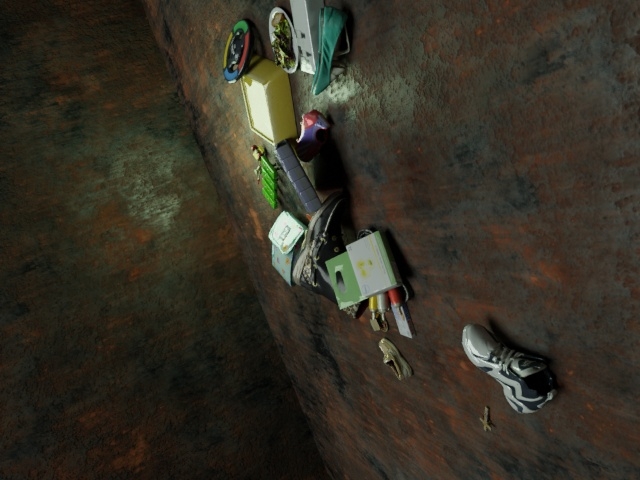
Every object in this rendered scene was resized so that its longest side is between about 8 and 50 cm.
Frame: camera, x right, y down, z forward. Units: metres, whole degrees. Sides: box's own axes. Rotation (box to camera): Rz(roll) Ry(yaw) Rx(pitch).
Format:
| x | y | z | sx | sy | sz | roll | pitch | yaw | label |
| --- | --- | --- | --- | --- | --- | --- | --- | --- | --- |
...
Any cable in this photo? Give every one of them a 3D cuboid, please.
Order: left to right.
| x | y | z | sx | sy | sz | roll | pitch | yaw | label |
| --- | --- | --- | --- | --- | --- | --- | --- | --- | --- |
| 0.188 | 0.095 | 1.507 | 0.140 | 0.072 | 0.287 | -17 | 86 | 34 | cable |

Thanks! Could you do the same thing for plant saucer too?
| x | y | z | sx | sy | sz | roll | pitch | yaw | label |
| --- | --- | --- | --- | --- | --- | --- | --- | --- | --- |
| -0.205 | -0.504 | 1.852 | 0.333 | 0.081 | 0.332 | 41 | 147 | 48 | plant saucer |

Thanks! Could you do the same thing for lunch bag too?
| x | y | z | sx | sy | sz | roll | pitch | yaw | label |
| --- | --- | --- | --- | --- | --- | --- | --- | --- | --- |
| -0.111 | 0.028 | 2.079 | 0.223 | 0.160 | 0.262 | 43 | 138 | 53 | lunch bag |

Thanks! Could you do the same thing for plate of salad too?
| x | y | z | sx | sy | sz | roll | pitch | yaw | label |
| --- | --- | --- | --- | --- | --- | --- | --- | --- | --- |
| -0.126 | -0.630 | 1.571 | 0.200 | 0.048 | 0.199 | 50 | 153 | 36 | plate of salad |

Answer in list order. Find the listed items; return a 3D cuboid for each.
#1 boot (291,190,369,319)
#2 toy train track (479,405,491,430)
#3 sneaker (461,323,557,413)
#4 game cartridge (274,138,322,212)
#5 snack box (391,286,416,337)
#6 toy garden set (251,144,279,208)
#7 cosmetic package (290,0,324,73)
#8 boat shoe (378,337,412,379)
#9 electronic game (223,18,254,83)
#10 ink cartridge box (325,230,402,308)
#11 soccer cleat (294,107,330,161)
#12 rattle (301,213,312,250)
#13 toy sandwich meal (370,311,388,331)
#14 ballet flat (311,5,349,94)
| x | y | z | sx | sy | sz | roll | pitch | yaw | label |
| --- | --- | --- | --- | --- | --- | --- | --- | --- | --- |
| 0.078 | 0.056 | 1.646 | 0.284 | 0.138 | 0.377 | 34 | 114 | 24 | boot |
| 0.462 | 0.492 | 1.370 | 0.048 | 0.014 | 0.083 | -135 | 35 | -59 | toy train track |
| 0.428 | 0.268 | 1.104 | 0.235 | 0.094 | 0.153 | 59 | 157 | 19 | sneaker |
| -0.078 | -0.221 | 1.650 | 0.355 | 0.068 | 0.230 | -108 | -6 | -76 | game cartridge |
| 0.254 | 0.223 | 1.575 | 0.064 | 0.022 | 0.178 | 8 | 119 | 65 | snack box |
| -0.235 | -0.291 | 2.199 | 0.203 | 0.049 | 0.244 | 53 | 156 | 27 | toy garden set |
| -0.029 | -0.587 | 1.362 | 0.099 | 0.060 | 0.239 | 38 | 145 | 51 | cosmetic package |
| 0.250 | 0.416 | 1.736 | 0.170 | 0.059 | 0.063 | 48 | 153 | 40 | boat shoe |
| -0.306 | -0.695 | 1.822 | 0.229 | 0.048 | 0.229 | -15 | 72 | 54 | electronic game |
| 0.117 | 0.095 | 1.503 | 0.235 | 0.056 | 0.171 | -26 | 70 | 28 | ink cartridge box |
| -0.023 | -0.321 | 1.612 | 0.095 | 0.083 | 0.248 | 45 | 154 | 16 | soccer cleat |
| 0.000 | 0.000 | 1.953 | 0.130 | 0.143 | 0.199 | -22 | 74 | 38 | rattle |
| 0.207 | 0.291 | 1.753 | 0.085 | 0.029 | 0.085 | 51 | 154 | 36 | toy sandwich meal |
| 0.029 | -0.480 | 1.292 | 0.247 | 0.087 | 0.083 | 100 | 179 | -49 | ballet flat |
